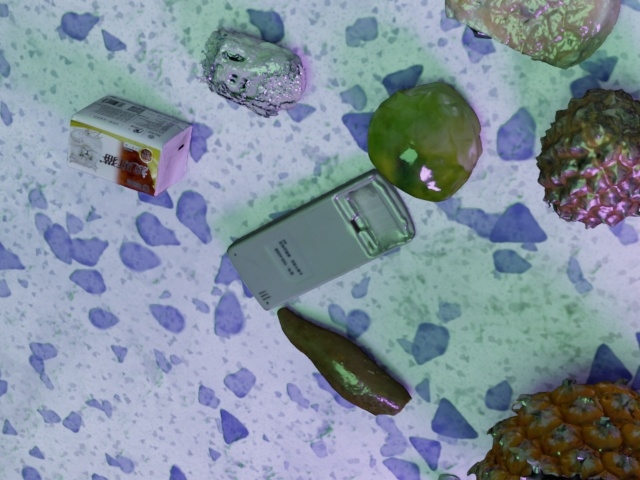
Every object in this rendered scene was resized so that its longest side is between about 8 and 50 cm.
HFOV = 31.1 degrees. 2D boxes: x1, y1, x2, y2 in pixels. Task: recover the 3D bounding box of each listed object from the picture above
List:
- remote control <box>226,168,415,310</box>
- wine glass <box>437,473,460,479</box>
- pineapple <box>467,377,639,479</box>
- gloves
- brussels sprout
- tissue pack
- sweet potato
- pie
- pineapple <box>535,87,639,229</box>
[{"bbox_3d":[0.000,0.000,1.691,0.285,0.038,0.123,-29,101,28],"label":"remote control"},{"bbox_3d":[0.189,0.397,1.763,0.042,0.083,0.039,41,126,-3],"label":"wine glass"},{"bbox_3d":[0.355,0.362,1.554,0.353,0.300,0.352,8,114,19],"label":"pineapple"},{"bbox_3d":[-0.095,-0.227,1.603,0.153,0.070,0.114,21,119,10],"label":"gloves"},{"bbox_3d":[0.133,-0.127,1.526,0.152,0.122,0.149,12,119,18],"label":"brussels sprout"},{"bbox_3d":[-0.281,-0.138,1.696,0.149,0.106,0.099,20,120,13],"label":"tissue pack"},{"bbox_3d":[0.026,0.187,1.739,0.244,0.077,0.077,36,121,2],"label":"sweet potato"},{"bbox_3d":[0.267,-0.317,1.429,0.218,0.052,0.185,28,122,10],"label":"pie"},{"bbox_3d":[0.348,-0.090,1.446,0.166,0.166,0.193,30,137,7],"label":"pineapple"}]
